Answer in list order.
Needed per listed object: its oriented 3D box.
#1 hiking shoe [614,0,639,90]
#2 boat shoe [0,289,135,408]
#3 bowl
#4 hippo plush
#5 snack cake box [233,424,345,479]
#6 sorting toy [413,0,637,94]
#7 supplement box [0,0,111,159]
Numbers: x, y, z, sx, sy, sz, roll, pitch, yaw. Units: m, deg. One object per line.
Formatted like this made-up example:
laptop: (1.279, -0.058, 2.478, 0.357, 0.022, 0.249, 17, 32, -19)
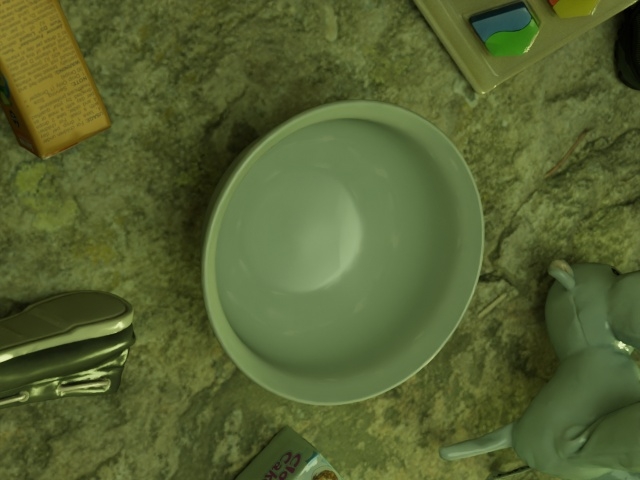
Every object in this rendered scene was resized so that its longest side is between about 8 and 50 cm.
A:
hiking shoe: (0.359, -0.264, 1.720, 0.086, 0.114, 0.227, -21, 111, -21)
boat shoe: (-0.306, 0.125, 1.464, 0.335, 0.112, 0.096, -12, 115, -41)
bowl: (0.000, 0.000, 1.598, 0.297, 0.134, 0.298, -7, 106, -25)
hippo plush: (0.322, 0.148, 1.773, 0.234, 0.294, 0.237, 31, 61, -50)
snack cake box: (0.006, 0.340, 1.709, 0.152, 0.089, 0.264, -45, 117, -9)
sorting toy: (0.201, -0.268, 1.648, 0.208, 0.038, 0.193, -33, 116, 10)
supplement box: (-0.271, -0.191, 1.452, 0.080, 0.078, 0.233, -31, 113, -16)
